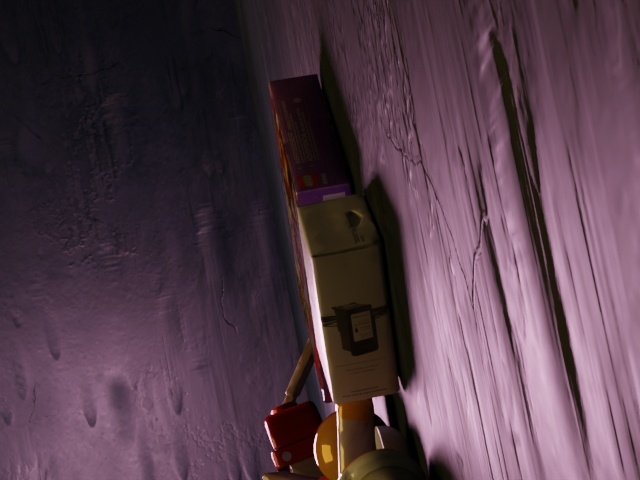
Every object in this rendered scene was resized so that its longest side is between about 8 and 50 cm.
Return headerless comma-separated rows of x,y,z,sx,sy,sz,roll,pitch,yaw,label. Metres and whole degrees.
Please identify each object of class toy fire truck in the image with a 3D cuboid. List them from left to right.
-0.027,0.281,2.126,0.217,0.158,0.246,95,154,-77,toy fire truck

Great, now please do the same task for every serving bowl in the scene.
0.069,0.202,1.190,0.083,0.027,0.083,169,90,-87,serving bowl

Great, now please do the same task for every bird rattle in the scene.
0.042,0.236,1.352,0.253,0.143,0.207,-17,-71,-81,bird rattle

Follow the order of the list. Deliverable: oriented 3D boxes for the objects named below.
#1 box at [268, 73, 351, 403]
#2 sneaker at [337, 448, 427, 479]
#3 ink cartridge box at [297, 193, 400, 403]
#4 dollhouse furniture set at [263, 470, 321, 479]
0.000,0.000,1.440,0.201,0.057,0.293,-104,5,-51,box
0.065,0.304,1.060,0.121,0.099,0.262,-148,46,-79,sneaker
0.023,0.049,1.193,0.109,0.063,0.150,-108,8,-64,ink cartridge box
0.064,0.426,1.621,0.303,0.198,0.286,9,-88,-62,dollhouse furniture set
